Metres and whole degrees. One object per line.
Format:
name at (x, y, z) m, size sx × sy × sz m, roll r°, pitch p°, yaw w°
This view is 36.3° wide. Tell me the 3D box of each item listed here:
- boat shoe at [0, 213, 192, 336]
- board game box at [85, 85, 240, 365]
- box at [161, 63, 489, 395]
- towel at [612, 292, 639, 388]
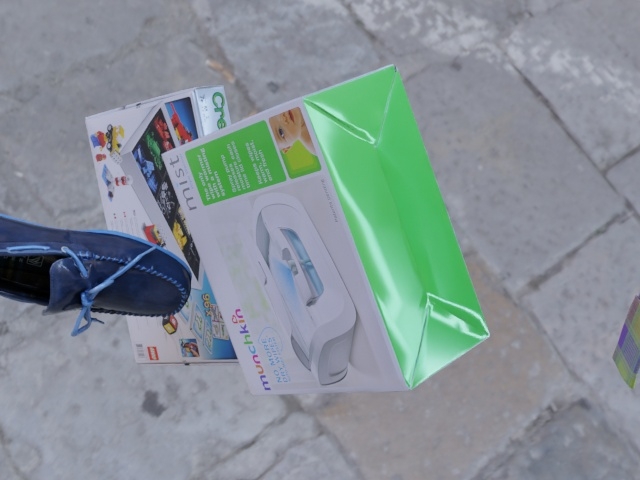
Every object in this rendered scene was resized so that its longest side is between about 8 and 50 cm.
boat shoe at (-0.257, 0.043, 0.956) m, size 0.258 × 0.109 × 0.089 m, roll 8°, pitch 32°, yaw -9°
board game box at (-0.164, -0.009, 1.120) m, size 0.053 × 0.193 × 0.305 m, roll -17°, pitch 98°, yaw -50°
box at (0.000, 0.000, 0.913) m, size 0.127 × 0.231 × 0.261 m, roll -26°, pitch 99°, yaw -40°
towel at (0.319, 0.101, 0.988) m, size 0.009 × 0.083 × 0.060 m, roll 8°, pitch 27°, yaw -6°
